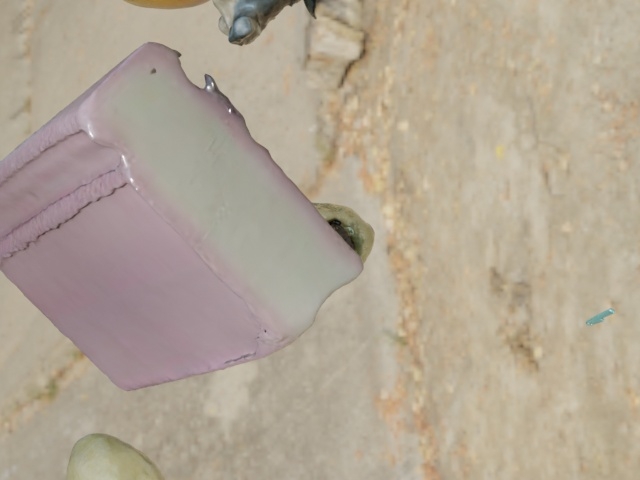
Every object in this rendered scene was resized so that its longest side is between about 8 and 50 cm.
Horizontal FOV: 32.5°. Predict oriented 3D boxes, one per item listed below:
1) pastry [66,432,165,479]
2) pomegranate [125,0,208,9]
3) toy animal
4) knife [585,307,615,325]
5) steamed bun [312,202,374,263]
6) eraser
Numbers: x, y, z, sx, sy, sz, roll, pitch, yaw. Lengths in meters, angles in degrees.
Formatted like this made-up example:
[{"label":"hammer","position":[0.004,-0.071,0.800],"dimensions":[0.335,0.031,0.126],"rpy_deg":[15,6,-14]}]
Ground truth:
[{"label":"pastry","position":[-0.261,0.316,1.393],"dimensions":[0.156,0.092,0.156],"rpy_deg":[27,136,30]},{"label":"pomegranate","position":[-0.223,-0.452,1.554],"dimensions":[0.264,0.264,0.264],"rpy_deg":[179,90,-76]},{"label":"toy animal","position":[-0.086,-0.557,2.363],"dimensions":[0.194,0.344,0.303],"rpy_deg":[59,175,0]},{"label":"knife","position":[0.392,0.109,1.543],"dimensions":[0.005,0.014,0.091],"rpy_deg":[-58,1,-19]},{"label":"steamed bun","position":[0.000,0.000,1.657],"dimensions":[0.172,0.155,0.140],"rpy_deg":[-152,50,-72]},{"label":"eraser","position":[-0.166,0.000,1.013],"dimensions":[0.272,0.122,0.359],"rpy_deg":[50,148,-14]}]
